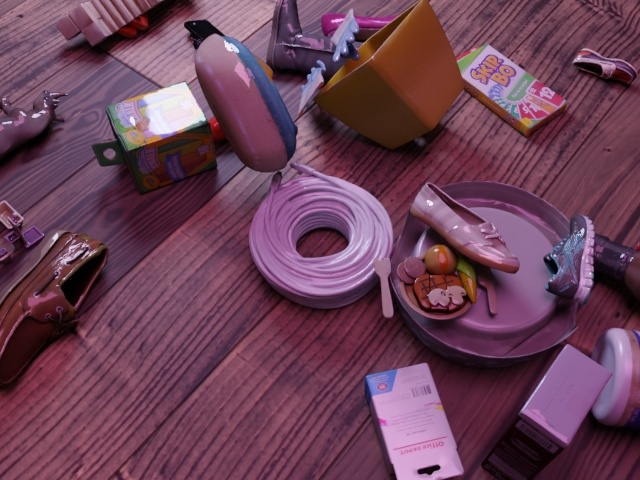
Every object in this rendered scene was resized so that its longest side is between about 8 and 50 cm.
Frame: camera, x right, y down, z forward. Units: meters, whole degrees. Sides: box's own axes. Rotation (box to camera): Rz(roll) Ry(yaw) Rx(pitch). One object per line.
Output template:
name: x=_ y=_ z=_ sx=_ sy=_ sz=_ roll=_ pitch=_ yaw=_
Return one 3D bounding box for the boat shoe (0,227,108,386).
boat shoe: x=-0.459 y=0.108 z=1.180 sx=0.105 sy=0.110 sz=0.307 roll=13 pitch=57 yaw=9

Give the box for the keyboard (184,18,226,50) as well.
keyboard: x=-0.242 y=-0.433 z=1.598 sx=0.100 sy=0.038 sz=0.192 roll=-21 pitch=55 yaw=-41

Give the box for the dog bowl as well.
dog bowl: x=0.283 y=0.063 z=1.228 sx=0.349 sy=0.102 sz=0.348 roll=0 pitch=56 yaw=0

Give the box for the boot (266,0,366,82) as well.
boot: x=-0.002 y=-0.436 z=1.537 sx=0.209 sy=0.076 sz=0.189 roll=12 pitch=101 yaw=15

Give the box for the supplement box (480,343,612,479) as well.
supplement box: x=0.316 y=0.261 z=1.013 sx=0.073 sy=0.239 sz=0.130 roll=35 pitch=63 yaw=19

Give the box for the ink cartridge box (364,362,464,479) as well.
ink cartridge box: x=0.141 y=0.292 z=1.097 sx=0.105 sy=0.061 sz=0.181 roll=-11 pitch=57 yaw=-8

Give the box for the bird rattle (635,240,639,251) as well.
bird rattle: x=0.698 y=-0.010 z=1.234 sx=0.143 sy=0.207 sz=0.253 roll=-26 pitch=69 yaw=-38

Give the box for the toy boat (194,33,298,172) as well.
toy boat: x=-0.134 y=-0.255 z=1.332 sx=0.148 sy=0.318 sz=0.267 roll=-29 pitch=98 yaw=-12

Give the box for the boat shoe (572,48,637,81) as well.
boat shoe: x=0.623 y=-0.377 z=1.556 sx=0.137 sy=0.049 sz=0.043 roll=31 pitch=64 yaw=21

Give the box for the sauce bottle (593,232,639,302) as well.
sauce bottle: x=0.609 y=0.081 z=1.185 sx=0.345 sy=0.111 sz=0.111 roll=26 pitch=58 yaw=37

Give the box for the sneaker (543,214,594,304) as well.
sneaker: x=0.405 y=0.023 z=1.160 sx=0.076 sy=0.065 sz=0.166 roll=9 pitch=55 yaw=10

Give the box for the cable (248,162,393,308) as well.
cable: x=0.000 y=0.000 z=1.274 sx=0.257 sy=0.089 sz=0.257 roll=19 pitch=59 yaw=11

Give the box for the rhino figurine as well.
rhino figurine: x=-0.613 y=-0.233 z=1.428 sx=0.243 sy=0.073 sz=0.106 roll=-38 pitch=61 yaw=-24

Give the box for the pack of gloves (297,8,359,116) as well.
pack of gloves: x=0.028 y=-0.347 z=1.404 sx=0.046 sy=0.195 sz=0.232 roll=30 pitch=23 yaw=-14

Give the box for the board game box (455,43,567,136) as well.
board game box: x=0.392 y=-0.336 z=1.536 sx=0.124 sy=0.039 sz=0.259 roll=-34 pitch=60 yaw=-22

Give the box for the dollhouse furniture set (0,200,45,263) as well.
dollhouse furniture set: x=-0.582 y=-0.034 z=1.290 sx=0.114 sy=0.081 sz=0.091 roll=38 pitch=64 yaw=22

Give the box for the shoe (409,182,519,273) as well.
shoe: x=0.237 y=-0.021 z=1.159 sx=0.219 sy=0.058 sz=0.077 roll=39 pitch=26 yaw=32

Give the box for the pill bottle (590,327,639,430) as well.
pill bottle: x=0.566 y=0.228 z=1.091 sx=0.265 sy=0.153 sz=0.153 roll=8 pitch=57 yaw=5

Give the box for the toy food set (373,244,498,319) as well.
toy food set: x=0.188 y=0.065 z=1.140 sx=0.192 sy=0.038 sz=0.132 roll=-3 pitch=57 yaw=-3

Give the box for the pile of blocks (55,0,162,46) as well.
pile of blocks: x=-0.423 y=-0.543 z=1.634 sx=0.362 sy=0.149 sz=0.112 roll=-38 pitch=108 yaw=-13

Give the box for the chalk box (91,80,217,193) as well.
chalk box: x=-0.326 y=-0.191 z=1.369 sx=0.213 sy=0.132 sz=0.132 roll=-23 pitch=60 yaw=-14

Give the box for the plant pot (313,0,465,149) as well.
plant pot: x=0.154 y=-0.307 z=1.397 sx=0.187 sy=0.212 sz=0.212 roll=45 pitch=61 yaw=-14

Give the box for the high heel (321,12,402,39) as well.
high heel: x=0.126 y=-0.497 z=1.609 sx=0.244 sy=0.082 sz=0.117 roll=-19 pitch=69 yaw=2
